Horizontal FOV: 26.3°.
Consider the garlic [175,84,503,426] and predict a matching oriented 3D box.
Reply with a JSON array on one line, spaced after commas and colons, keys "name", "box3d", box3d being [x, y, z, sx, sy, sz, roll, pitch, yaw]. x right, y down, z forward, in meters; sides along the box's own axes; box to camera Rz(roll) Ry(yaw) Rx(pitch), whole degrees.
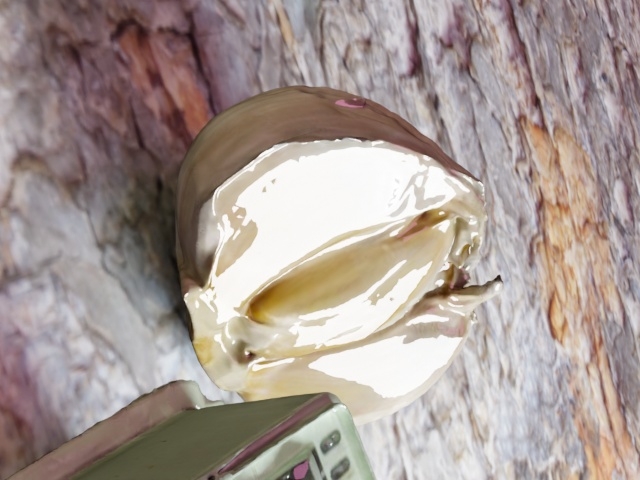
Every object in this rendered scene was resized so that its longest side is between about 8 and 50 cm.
[{"name": "garlic", "box3d": [0.000, 0.000, 0.798, 0.143, 0.178, 0.229, -115, -172, -53]}]

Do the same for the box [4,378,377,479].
[{"name": "box", "box3d": [-0.081, 0.195, 0.572, 0.290, 0.166, 0.220, -27, 100, -58]}]
